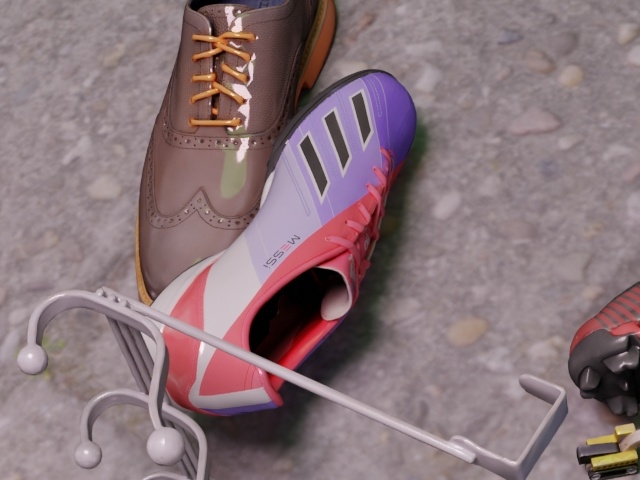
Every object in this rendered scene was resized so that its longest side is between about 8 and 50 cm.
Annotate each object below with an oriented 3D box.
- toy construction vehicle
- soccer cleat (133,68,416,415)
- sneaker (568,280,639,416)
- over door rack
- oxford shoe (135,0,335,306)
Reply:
[{"bbox_3d":[0.203,0.160,1.098,0.098,0.035,0.086,-10,54,6],"label":"toy construction vehicle"},{"bbox_3d":[0.000,0.000,1.189,0.116,0.108,0.318,6,46,40],"label":"soccer cleat"},{"bbox_3d":[0.278,0.019,1.143,0.276,0.097,0.135,-24,54,-7],"label":"sneaker"},{"bbox_3d":[-0.009,0.155,1.024,0.324,0.239,0.108,11,56,21],"label":"over door rack"},{"bbox_3d":[-0.078,-0.104,1.291,0.130,0.133,0.364,1,56,13],"label":"oxford shoe"}]
